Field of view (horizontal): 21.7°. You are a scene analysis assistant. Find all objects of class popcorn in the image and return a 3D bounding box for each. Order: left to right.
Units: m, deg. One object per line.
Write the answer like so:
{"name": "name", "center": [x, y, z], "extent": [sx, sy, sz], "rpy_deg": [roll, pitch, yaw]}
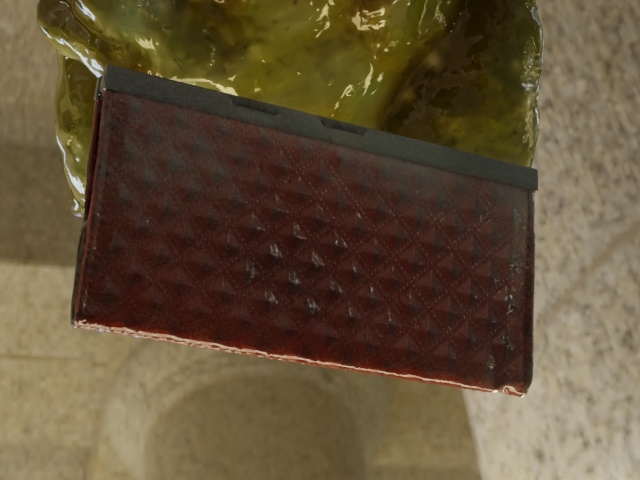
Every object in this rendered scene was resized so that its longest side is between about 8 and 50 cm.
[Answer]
{"name": "popcorn", "center": [0.000, -0.138, 0.919], "extent": [0.321, 0.326, 0.290], "rpy_deg": [-28, -23, -17]}

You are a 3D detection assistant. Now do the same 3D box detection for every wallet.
{"name": "wallet", "center": [0.000, 0.000, 0.667], "extent": [0.196, 0.103, 0.020], "rpy_deg": [11, -19, -24]}
